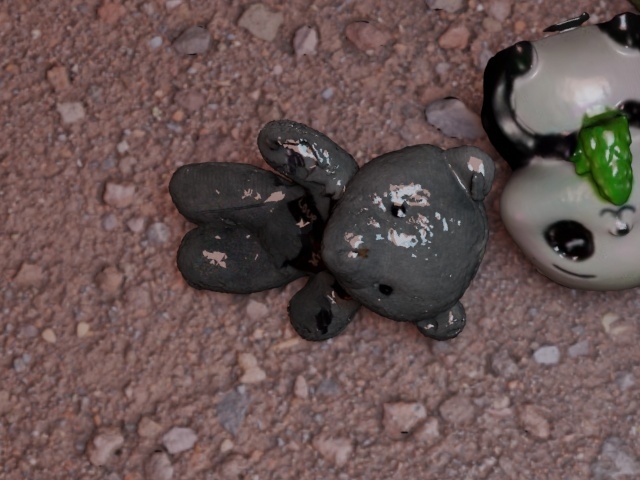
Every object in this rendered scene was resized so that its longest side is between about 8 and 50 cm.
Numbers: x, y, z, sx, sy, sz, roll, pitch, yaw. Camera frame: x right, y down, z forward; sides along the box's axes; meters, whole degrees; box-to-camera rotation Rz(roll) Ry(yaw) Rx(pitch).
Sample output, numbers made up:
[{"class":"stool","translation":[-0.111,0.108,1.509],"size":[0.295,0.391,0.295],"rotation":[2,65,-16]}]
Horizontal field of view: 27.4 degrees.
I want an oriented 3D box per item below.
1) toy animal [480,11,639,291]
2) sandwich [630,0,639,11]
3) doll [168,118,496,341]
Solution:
[{"class":"toy animal","translation":[0.271,-0.082,1.296],"size":[0.213,0.212,0.266],"rotation":[-15,80,2]},{"class":"sandwich","translation":[0.431,-0.249,1.370],"size":[0.258,0.094,0.096],"rotation":[6,80,4]},{"class":"doll","translation":[0.001,0.003,1.317],"size":[0.341,0.158,0.245],"rotation":[3,112,9]}]
